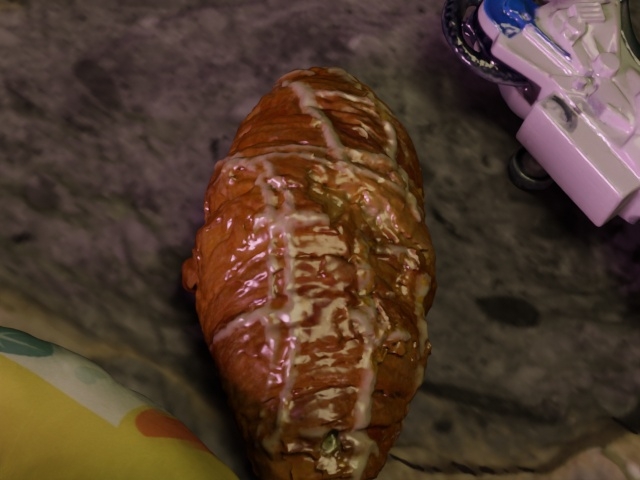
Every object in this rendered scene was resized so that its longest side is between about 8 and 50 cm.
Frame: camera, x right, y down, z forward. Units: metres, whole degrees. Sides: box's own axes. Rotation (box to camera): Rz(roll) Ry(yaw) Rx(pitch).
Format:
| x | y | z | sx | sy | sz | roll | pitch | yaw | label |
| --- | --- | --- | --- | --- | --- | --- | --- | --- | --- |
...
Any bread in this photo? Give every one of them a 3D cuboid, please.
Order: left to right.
| x | y | z | sx | sy | sz | roll | pitch | yaw | label |
| --- | --- | --- | --- | --- | --- | --- | --- | --- | --- |
| 0.000 | 0.000 | 0.692 | 0.105 | 0.076 | 0.233 | 18 | 47 | -18 | bread |

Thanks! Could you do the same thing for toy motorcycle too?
| x | y | z | sx | sy | sz | roll | pitch | yaw | label |
| --- | --- | --- | --- | --- | --- | --- | --- | --- | --- |
| 0.162 | -0.072 | 0.823 | 0.150 | 0.102 | 0.221 | -34 | 75 | -29 | toy motorcycle |

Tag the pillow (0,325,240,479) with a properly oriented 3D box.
| x | y | z | sx | sy | sz | roll | pitch | yaw | label |
| --- | --- | --- | --- | --- | --- | --- | --- | --- | --- |
| -0.115 | 0.130 | 0.529 | 0.214 | 0.086 | 0.233 | 38 | 48 | 17 | pillow |
